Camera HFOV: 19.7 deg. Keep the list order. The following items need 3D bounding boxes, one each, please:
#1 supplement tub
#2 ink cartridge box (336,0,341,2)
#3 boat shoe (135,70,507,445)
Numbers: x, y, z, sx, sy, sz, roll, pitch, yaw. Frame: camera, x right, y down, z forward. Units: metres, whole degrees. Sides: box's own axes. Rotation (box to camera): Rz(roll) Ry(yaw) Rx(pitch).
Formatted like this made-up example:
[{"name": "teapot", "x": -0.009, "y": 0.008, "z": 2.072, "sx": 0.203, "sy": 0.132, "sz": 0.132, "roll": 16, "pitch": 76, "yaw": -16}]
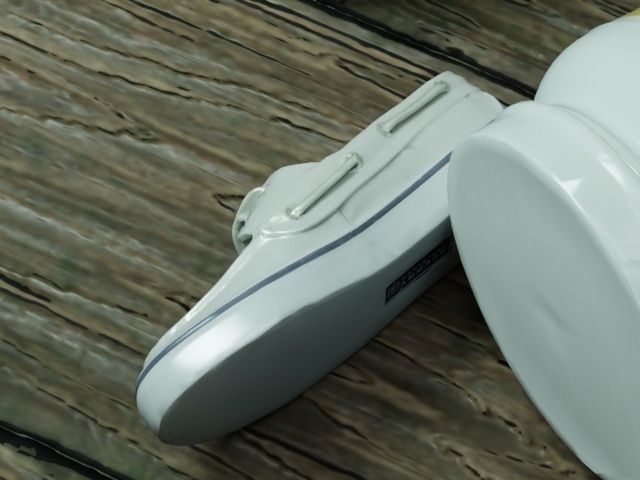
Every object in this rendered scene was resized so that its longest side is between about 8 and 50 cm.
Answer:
[{"name": "supplement tub", "x": 0.243, "y": -0.031, "z": 0.895, "sx": 0.316, "sy": 0.228, "sz": 0.228, "roll": -26, "pitch": 67, "yaw": -15}, {"name": "ink cartridge box", "x": -0.022, "y": -0.241, "z": 1.049, "sx": 0.072, "sy": 0.127, "sz": 0.175, "roll": -39, "pitch": 70, "yaw": -17}, {"name": "boat shoe", "x": 0.000, "y": 0.000, "z": 0.946, "sx": 0.267, "sy": 0.096, "sz": 0.088, "roll": -38, "pitch": 66, "yaw": -20}]
